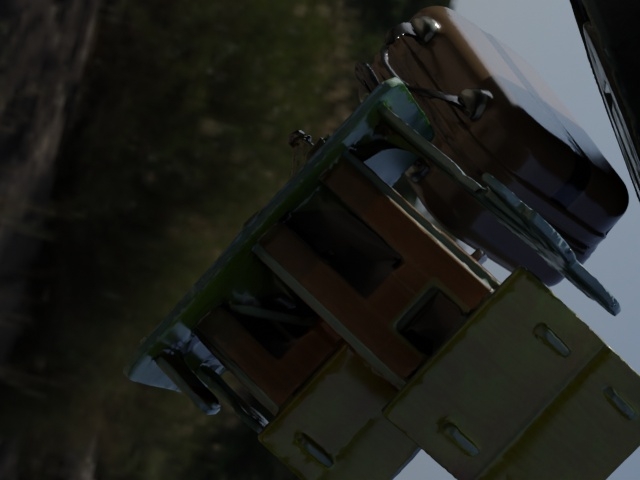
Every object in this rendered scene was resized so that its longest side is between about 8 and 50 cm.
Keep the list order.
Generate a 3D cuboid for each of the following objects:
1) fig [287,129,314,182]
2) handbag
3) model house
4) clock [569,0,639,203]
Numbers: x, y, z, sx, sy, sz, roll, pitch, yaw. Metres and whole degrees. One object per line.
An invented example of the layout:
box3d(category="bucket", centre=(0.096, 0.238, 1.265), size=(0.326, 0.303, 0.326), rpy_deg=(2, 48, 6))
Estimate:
box3d(category="fig", centre=(0.000, 0.000, 1.547), size=(0.203, 0.203, 0.235), rpy_deg=(115, -38, -83))
box3d(category="handbag", centre=(0.152, -0.115, 1.643), size=(0.149, 0.283, 0.302), rpy_deg=(-48, -141, 21))
box3d(category="model house", centre=(0.065, 0.088, 1.165), size=(0.300, 0.323, 0.340), rpy_deg=(-48, 166, 1))
box3d(category="clock", centre=(0.324, -0.094, 1.509), size=(0.386, 0.076, 0.386), rpy_deg=(-19, 90, -81))
